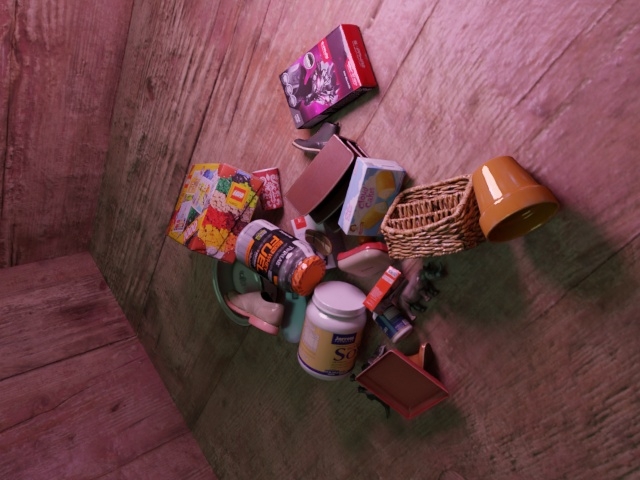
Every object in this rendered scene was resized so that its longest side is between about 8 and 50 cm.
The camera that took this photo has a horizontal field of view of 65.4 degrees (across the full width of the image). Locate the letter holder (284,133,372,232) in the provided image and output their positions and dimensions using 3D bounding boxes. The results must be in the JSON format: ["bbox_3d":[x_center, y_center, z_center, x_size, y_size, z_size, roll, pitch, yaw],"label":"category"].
[{"bbox_3d":[0.056,-0.191,1.800,0.302,0.152,0.214,-49,67,22],"label":"letter holder"}]

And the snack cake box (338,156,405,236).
[{"bbox_3d":[0.175,-0.148,1.736,0.089,0.152,0.264,-121,39,-51],"label":"snack cake box"}]

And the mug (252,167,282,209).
[{"bbox_3d":[-0.221,-0.228,2.186,0.113,0.150,0.169,-9,101,10],"label":"mug"}]

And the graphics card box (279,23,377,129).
[{"bbox_3d":[0.017,-0.587,1.828,0.371,0.094,0.232,-20,87,47],"label":"graphics card box"}]

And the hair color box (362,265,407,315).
[{"bbox_3d":[0.230,0.181,1.773,0.053,0.093,0.167,35,89,33],"label":"hair color box"}]

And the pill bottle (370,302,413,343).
[{"bbox_3d":[0.253,0.287,1.836,0.169,0.094,0.094,49,131,24],"label":"pill bottle"}]

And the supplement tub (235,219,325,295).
[{"bbox_3d":[-0.158,0.071,1.969,0.338,0.207,0.207,28,120,30],"label":"supplement tub"}]

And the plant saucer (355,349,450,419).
[{"bbox_3d":[0.293,0.509,1.790,0.258,0.047,0.259,37,133,0],"label":"plant saucer"}]

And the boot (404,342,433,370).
[{"bbox_3d":[0.324,0.437,1.816,0.152,0.073,0.197,18,117,36],"label":"boot"}]

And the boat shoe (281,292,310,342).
[{"bbox_3d":[-0.092,0.248,2.146,0.136,0.156,0.366,-3,91,19],"label":"boat shoe"}]

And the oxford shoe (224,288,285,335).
[{"bbox_3d":[-0.278,0.277,2.163,0.397,0.140,0.146,23,83,46],"label":"oxford shoe"}]

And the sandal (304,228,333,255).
[{"bbox_3d":[0.000,0.000,1.923,0.180,0.049,0.072,32,117,51],"label":"sandal"}]

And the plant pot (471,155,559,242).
[{"bbox_3d":[0.519,-0.125,1.389,0.205,0.205,0.187,-46,54,42],"label":"plant pot"}]

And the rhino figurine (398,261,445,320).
[{"bbox_3d":[0.349,0.161,1.719,0.106,0.073,0.243,45,128,23],"label":"rhino figurine"}]

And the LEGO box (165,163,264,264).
[{"bbox_3d":[-0.478,-0.135,2.192,0.500,0.193,0.372,15,84,61],"label":"LEGO box"}]

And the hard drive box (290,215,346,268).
[{"bbox_3d":[-0.004,0.003,2.020,0.181,0.089,0.232,-18,88,46],"label":"hard drive box"}]

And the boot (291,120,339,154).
[{"bbox_3d":[-0.014,-0.407,1.934,0.198,0.077,0.137,20,111,26],"label":"boot"}]

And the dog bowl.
[{"bbox_3d":[-0.346,0.193,2.380,0.408,0.150,0.407,16,112,43],"label":"dog bowl"}]

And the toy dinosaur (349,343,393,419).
[{"bbox_3d":[0.215,0.565,1.937,0.160,0.121,0.313,-13,89,53],"label":"toy dinosaur"}]

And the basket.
[{"bbox_3d":[0.336,-0.068,1.562,0.299,0.214,0.222,-8,96,46],"label":"basket"}]

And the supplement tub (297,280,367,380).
[{"bbox_3d":[0.048,0.350,1.956,0.241,0.241,0.331,32,123,36],"label":"supplement tub"}]

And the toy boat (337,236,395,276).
[{"bbox_3d":[0.165,0.039,1.846,0.231,0.151,0.151,-26,52,45],"label":"toy boat"}]
